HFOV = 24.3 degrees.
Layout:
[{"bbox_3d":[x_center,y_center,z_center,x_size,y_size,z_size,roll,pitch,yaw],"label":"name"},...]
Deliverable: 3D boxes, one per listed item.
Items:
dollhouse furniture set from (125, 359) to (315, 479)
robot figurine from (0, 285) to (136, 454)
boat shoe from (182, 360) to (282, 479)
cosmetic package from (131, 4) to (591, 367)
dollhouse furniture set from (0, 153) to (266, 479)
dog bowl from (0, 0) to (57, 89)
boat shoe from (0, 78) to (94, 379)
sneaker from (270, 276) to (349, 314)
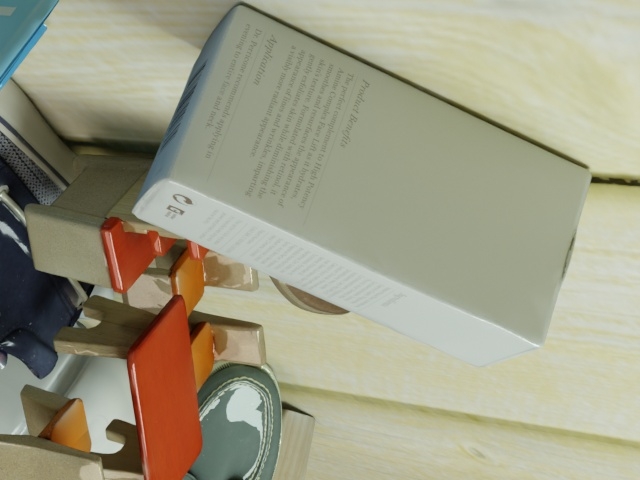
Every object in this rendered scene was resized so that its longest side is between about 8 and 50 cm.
[{"bbox_3d":[-0.197,0.255,1.495,0.198,0.286,0.303,-3,162,44],"label":"dollhouse furniture set"},{"bbox_3d":[-0.306,0.127,1.297,0.353,0.300,0.200,35,-167,-5],"label":"robot figurine"},{"bbox_3d":[-0.110,0.268,1.424,0.116,0.320,0.099,19,-168,-14],"label":"boat shoe"},{"bbox_3d":[0.025,-0.026,0.841,0.231,0.117,0.085,26,159,-13],"label":"cosmetic package"},{"bbox_3d":[-0.117,0.075,1.059,0.135,0.262,0.259,9,126,20],"label":"dollhouse furniture set"},{"bbox_3d":[-0.207,-0.100,0.807,0.074,0.166,0.297,38,154,-13],"label":"dog bowl"},{"bbox_3d":[-0.263,-0.026,1.030,0.127,0.158,0.340,5,155,34],"label":"boat shoe"},{"bbox_3d":[0.000,0.000,0.995,0.071,0.066,0.188,3,155,34],"label":"sneaker"}]
